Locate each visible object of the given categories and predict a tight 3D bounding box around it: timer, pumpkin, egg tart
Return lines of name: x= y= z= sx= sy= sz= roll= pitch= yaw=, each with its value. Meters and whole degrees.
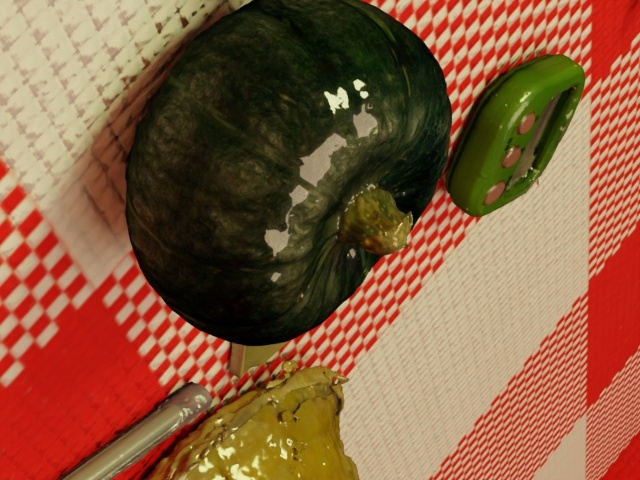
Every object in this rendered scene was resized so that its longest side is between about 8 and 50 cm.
timer: x=0.161 y=-0.088 z=1.439 sx=0.128 sy=0.047 sz=0.140 roll=-27 pitch=147 yaw=-47
pumpkin: x=-0.014 y=-0.039 z=0.987 sx=0.212 sy=0.152 sz=0.211 roll=-28 pitch=145 yaw=-22
egg tart: x=-0.061 y=0.245 z=1.387 sx=0.315 sy=0.120 sz=0.315 roll=-43 pitch=156 yaw=-24

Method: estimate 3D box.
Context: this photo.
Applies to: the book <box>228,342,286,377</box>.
book: x=0.000 y=0.000 z=1.277 sx=0.168 sy=0.013 sz=0.192 roll=-39 pitch=155 yaw=-35

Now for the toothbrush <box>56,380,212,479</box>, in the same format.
toothbrush: x=-0.197 y=0.191 z=1.142 sx=0.354 sy=0.024 sz=0.029 roll=-35 pitch=158 yaw=-40
